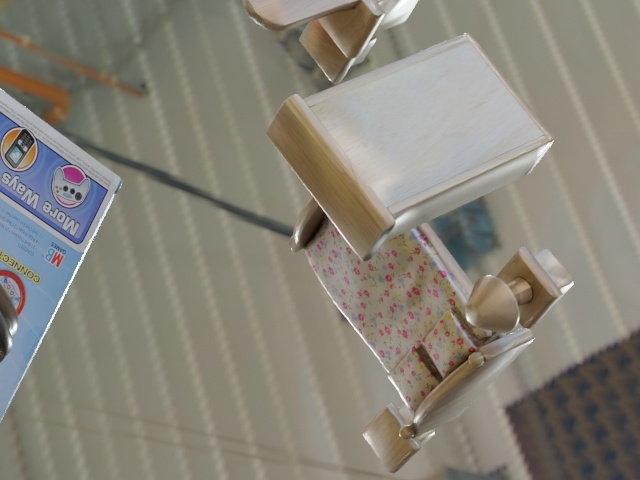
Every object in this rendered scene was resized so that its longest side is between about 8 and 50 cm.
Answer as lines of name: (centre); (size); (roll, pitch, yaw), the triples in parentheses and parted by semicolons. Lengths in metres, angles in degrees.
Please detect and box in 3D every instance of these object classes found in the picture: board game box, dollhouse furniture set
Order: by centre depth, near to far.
board game box: (-0.340, 0.004, 1.440); (0.086, 0.308, 0.302); (4, -117, 48)
dollhouse furniture set: (0.000, 0.000, 1.444); (0.303, 0.173, 0.355); (54, -37, 16)

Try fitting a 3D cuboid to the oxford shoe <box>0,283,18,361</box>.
oxford shoe: (-0.226, -0.036, 1.050); (0.227, 0.096, 0.083); (56, -42, 0)
